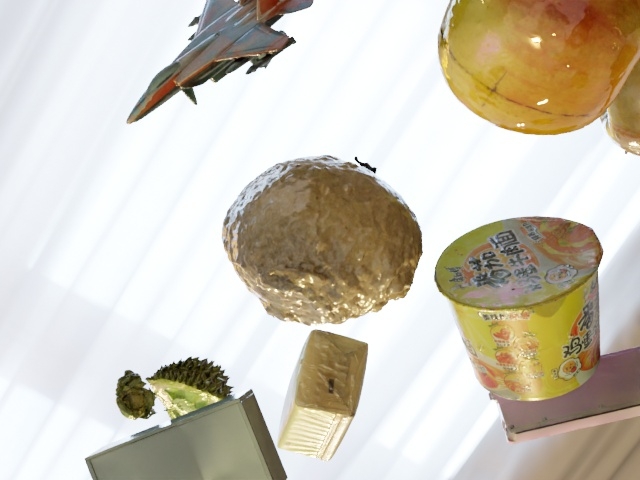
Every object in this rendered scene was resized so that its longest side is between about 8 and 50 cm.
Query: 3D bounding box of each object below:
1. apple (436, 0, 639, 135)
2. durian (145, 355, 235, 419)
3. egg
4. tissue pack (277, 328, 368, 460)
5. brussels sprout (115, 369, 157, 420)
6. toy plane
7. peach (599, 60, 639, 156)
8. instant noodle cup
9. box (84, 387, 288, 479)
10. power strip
[{"bbox_3d":[0.276,-0.263,1.602,0.233,0.286,0.286,27,-164,6],"label":"apple"},{"bbox_3d":[-0.173,0.231,1.948,0.215,0.100,0.086,53,-167,-48],"label":"durian"},{"bbox_3d":[0.000,0.000,2.046,0.310,0.279,0.279,9,-172,22],"label":"egg"},{"bbox_3d":[0.002,0.285,2.441,0.125,0.234,0.159,14,-119,-4],"label":"tissue pack"},{"bbox_3d":[-0.313,0.256,2.207,0.058,0.085,0.085,5,177,38],"label":"brussels sprout"},{"bbox_3d":[-0.162,-0.279,2.003,0.223,0.326,0.104,43,180,43],"label":"toy plane"},{"bbox_3d":[0.554,-0.243,2.130,0.232,0.232,0.232,30,-163,-10],"label":"peach"},{"bbox_3d":[0.318,0.111,2.064,0.264,0.200,0.264,-11,-150,6],"label":"instant noodle cup"},{"bbox_3d":[-0.174,0.296,1.740,0.086,0.225,0.129,-16,-96,-80],"label":"box"},{"bbox_3d":[0.413,0.247,2.138,0.037,0.279,0.109,78,180,-51],"label":"power strip"}]
